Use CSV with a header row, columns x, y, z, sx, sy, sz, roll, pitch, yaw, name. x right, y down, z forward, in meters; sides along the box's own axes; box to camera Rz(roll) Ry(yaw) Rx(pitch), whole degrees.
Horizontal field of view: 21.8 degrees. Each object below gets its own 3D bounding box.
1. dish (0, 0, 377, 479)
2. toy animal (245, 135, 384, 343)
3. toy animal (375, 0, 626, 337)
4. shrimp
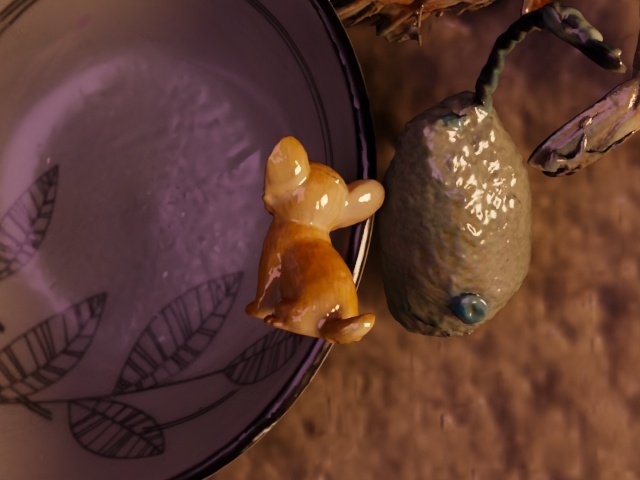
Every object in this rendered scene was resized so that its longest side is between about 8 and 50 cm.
x,y,z,sx,sy,sz,roll,pitch,yaw,name
-0.100,-0.021,0.862,0.316,0.106,0.317,-1,88,23,dish
0.000,0.000,0.734,0.081,0.060,0.083,16,94,61,toy animal
0.073,-0.036,0.733,0.079,0.070,0.253,31,146,9,toy animal
0.090,-0.100,0.801,0.219,0.046,0.152,-12,80,27,shrimp
